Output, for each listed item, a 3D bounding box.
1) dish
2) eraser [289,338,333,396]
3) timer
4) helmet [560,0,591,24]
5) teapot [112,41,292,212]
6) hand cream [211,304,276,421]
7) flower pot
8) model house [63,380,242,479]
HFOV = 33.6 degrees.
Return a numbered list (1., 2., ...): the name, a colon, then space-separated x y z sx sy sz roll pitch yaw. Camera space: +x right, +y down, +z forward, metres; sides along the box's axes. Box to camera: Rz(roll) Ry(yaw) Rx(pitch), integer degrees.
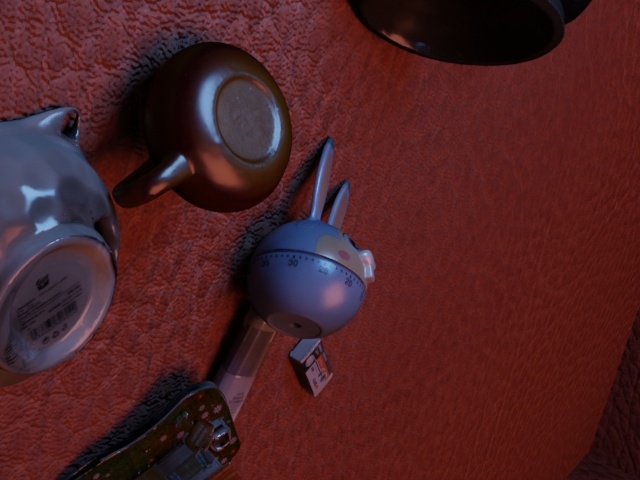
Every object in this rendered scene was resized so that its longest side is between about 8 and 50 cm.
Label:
1. dish: -0.280 0.033 0.992 0.303 0.120 0.303 -38 144 -34
2. eraser: -0.013 0.196 1.669 0.052 0.029 0.122 -48 149 -21
3. timer: 0.012 0.014 1.409 0.255 0.175 0.175 -52 151 -19
4. helmet: 0.312 -0.439 1.466 0.230 0.161 0.278 118 -20 -44
5. teapot: -0.130 -0.102 1.105 0.252 0.135 0.178 -45 112 -41
6. hand cream: -0.128 0.208 1.470 0.079 0.048 0.255 9 110 -50
7. flower pot: 0.180 -0.342 1.314 0.269 0.269 0.166 32 66 -62
8. model house: -0.190 0.346 1.349 0.294 0.154 0.207 -36 145 -22
